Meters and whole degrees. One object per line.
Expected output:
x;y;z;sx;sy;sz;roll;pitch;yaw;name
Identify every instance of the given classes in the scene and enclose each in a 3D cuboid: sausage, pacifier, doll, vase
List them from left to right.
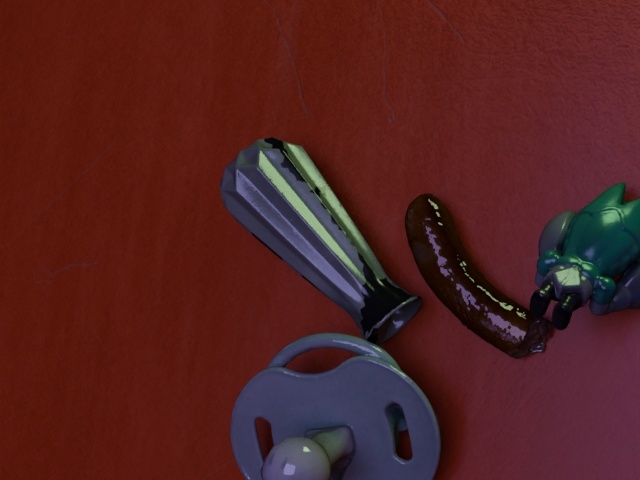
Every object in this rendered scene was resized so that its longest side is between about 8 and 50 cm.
-0.004;0.292;1.811;0.343;0.269;0.288;-13;95;22;pacifier
0.000;0.000;1.922;0.165;0.165;0.360;-47;71;13;vase
0.219;0.059;1.843;0.103;0.076;0.302;-43;69;7;sausage
0.370;0.023;1.722;0.258;0.153;0.195;-19;54;-20;doll
